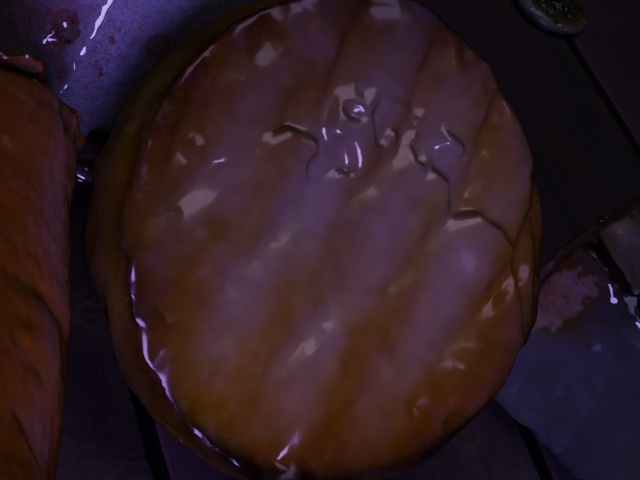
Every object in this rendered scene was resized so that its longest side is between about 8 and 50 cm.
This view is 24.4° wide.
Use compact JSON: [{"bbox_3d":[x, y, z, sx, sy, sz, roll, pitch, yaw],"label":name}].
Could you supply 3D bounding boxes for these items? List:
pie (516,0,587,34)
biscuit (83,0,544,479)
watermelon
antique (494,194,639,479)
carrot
[{"bbox_3d":[0.236,-0.237,1.507,0.084,0.021,0.084,19,38,-16],"label":"pie"},{"bbox_3d":[0.000,0.000,0.876,0.296,0.296,0.102,7,0,-31],"label":"biscuit"},{"bbox_3d":[-0.117,-0.125,0.959,0.322,0.188,0.175,26,17,-34],"label":"watermelon"},{"bbox_3d":[0.247,0.125,1.004,0.284,0.150,0.125,50,38,10],"label":"antique"},{"bbox_3d":[-0.196,0.023,0.690,0.196,0.196,0.254,17,55,-19],"label":"carrot"}]
